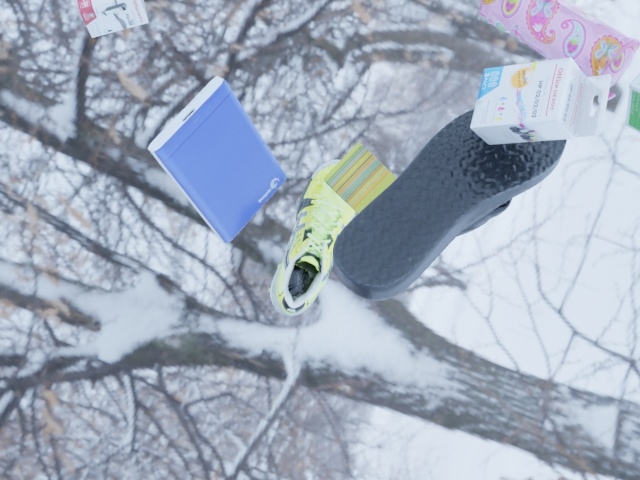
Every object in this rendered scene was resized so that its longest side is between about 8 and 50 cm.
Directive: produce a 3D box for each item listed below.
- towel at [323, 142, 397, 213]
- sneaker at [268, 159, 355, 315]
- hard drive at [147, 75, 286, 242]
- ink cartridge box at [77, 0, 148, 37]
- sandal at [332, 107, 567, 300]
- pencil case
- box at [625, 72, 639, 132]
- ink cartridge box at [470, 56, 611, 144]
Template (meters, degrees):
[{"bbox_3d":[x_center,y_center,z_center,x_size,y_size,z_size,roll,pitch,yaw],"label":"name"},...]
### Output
[{"bbox_3d":[0.120,-0.072,1.716,0.102,0.237,0.021,-46,-14,5],"label":"towel"},{"bbox_3d":[0.000,0.000,2.090,0.147,0.145,0.385,-159,87,-80],"label":"sneaker"},{"bbox_3d":[-0.210,-0.164,1.928,0.210,0.040,0.319,-49,-40,-14],"label":"hard drive"},{"bbox_3d":[-0.461,-0.516,2.007,0.099,0.135,0.056,79,175,-65],"label":"ink cartridge box"},{"bbox_3d":[0.198,-0.067,1.417,0.445,0.167,0.107,-37,-24,-15],"label":"sandal"},{"bbox_3d":[0.414,-0.364,1.578,0.124,0.284,0.124,-38,-25,-21],"label":"pencil case"},{"bbox_3d":[0.539,-0.221,1.400,0.102,0.087,0.101,-45,-31,-16],"label":"box"},{"bbox_3d":[0.320,-0.203,1.318,0.061,0.181,0.104,32,-113,-45],"label":"ink cartridge box"}]
